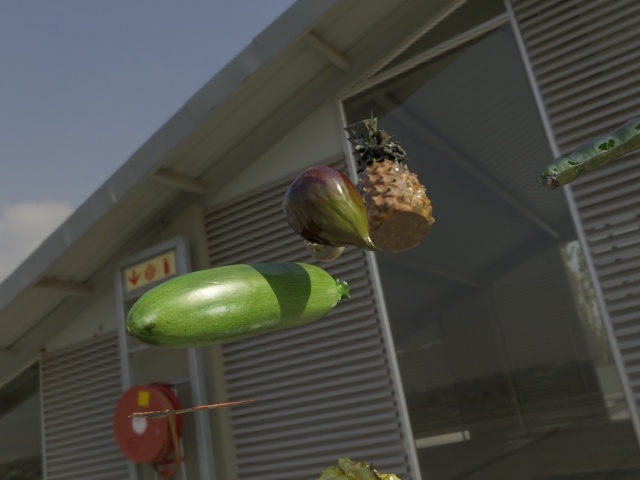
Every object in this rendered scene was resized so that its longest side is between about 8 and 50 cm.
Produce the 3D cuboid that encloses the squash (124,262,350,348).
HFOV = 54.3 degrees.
[{"bbox_3d":[-0.094,0.085,0.904,0.107,0.107,0.395,-25,-15,40],"label":"squash"}]

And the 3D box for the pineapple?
[{"bbox_3d":[0.134,-0.144,1.347,0.169,0.340,0.169,-7,-37,-5],"label":"pineapple"}]

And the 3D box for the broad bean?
[{"bbox_3d":[0.419,-0.133,0.932,0.255,0.046,0.065,-26,3,-12],"label":"broad bean"}]

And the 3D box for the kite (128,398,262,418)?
[{"bbox_3d":[-0.269,0.376,1.401,0.328,0.013,0.377,-16,-18,25],"label":"kite"}]

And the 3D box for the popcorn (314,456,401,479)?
[{"bbox_3d":[0.072,0.490,1.106,0.218,0.189,0.169,21,-15,11],"label":"popcorn"}]

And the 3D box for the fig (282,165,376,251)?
[{"bbox_3d":[0.019,-0.033,0.875,0.103,0.154,0.109,-40,-11,-19],"label":"fig"}]

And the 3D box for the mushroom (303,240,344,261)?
[{"bbox_3d":[0.000,0.000,1.124,0.085,0.085,0.079,-25,-4,41],"label":"mushroom"}]
